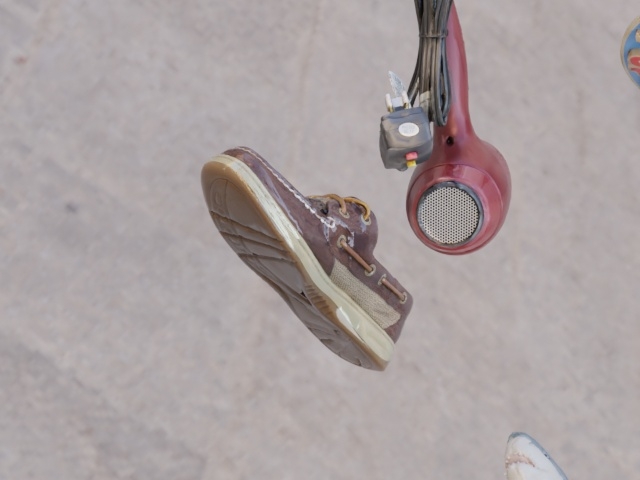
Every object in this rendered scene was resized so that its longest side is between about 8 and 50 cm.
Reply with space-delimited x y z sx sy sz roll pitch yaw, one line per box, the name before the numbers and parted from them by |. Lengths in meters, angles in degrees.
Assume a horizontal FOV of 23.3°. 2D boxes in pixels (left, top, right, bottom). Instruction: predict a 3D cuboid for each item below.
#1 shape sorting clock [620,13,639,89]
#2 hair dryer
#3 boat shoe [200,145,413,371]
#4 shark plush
shape sorting clock | 0.337 -0.132 1.219 0.206 0.206 0.040 29 70 -22
hair dryer | 0.109 -0.100 1.178 0.293 0.080 0.223 67 31 -64
boat shoe | 0.000 0.000 1.638 0.123 0.123 0.342 -54 129 -18
shark plush | 0.168 0.182 0.950 0.161 0.073 0.067 35 28 -24
